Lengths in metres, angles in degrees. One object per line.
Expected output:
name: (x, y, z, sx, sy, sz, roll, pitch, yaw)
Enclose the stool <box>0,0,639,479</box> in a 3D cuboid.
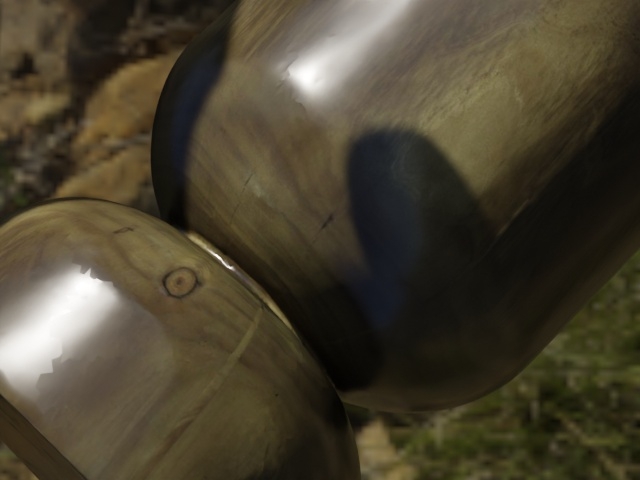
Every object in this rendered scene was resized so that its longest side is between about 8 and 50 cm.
stool: (0.000, 0.000, 0.728, 0.264, 0.179, 0.179, -45, 17, -14)
